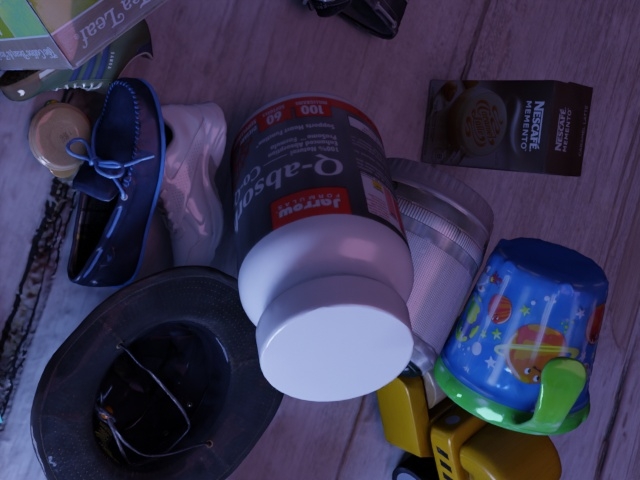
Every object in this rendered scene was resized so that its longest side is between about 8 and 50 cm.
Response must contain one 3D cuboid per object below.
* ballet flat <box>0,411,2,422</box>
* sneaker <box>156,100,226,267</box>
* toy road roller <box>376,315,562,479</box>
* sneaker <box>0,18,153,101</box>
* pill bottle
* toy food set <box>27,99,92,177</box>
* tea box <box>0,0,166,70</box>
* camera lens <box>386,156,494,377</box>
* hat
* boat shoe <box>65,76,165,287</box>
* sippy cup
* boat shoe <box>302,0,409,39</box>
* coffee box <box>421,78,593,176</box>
[{"bbox_3d":[-0.399,0.126,1.007,0.070,0.070,0.188,-12,102,-39],"label":"ballet flat"},{"bbox_3d":[-0.187,-0.064,1.148,0.115,0.090,0.232,1,88,-34],"label":"sneaker"},{"bbox_3d":[0.250,0.304,1.468,0.202,0.240,0.329,-28,115,-34],"label":"toy road roller"},{"bbox_3d":[-0.273,-0.200,1.054,0.192,0.064,0.086,-42,132,-21],"label":"sneaker"},{"bbox_3d":[0.000,0.000,1.108,0.210,0.363,0.210,-5,134,-5],"label":"pill bottle"},{"bbox_3d":[-0.306,-0.123,1.068,0.083,0.020,0.082,45,69,-35],"label":"toy food set"},{"bbox_3d":[-0.264,-0.394,0.928,0.329,0.220,0.323,-44,122,-25],"label":"tea box"},{"bbox_3d":[0.108,0.046,1.317,0.219,0.219,0.274,38,73,-38],"label":"camera lens"},{"bbox_3d":[-0.211,0.181,1.131,0.331,0.134,0.331,-7,103,-31],"label":"hat"},{"bbox_3d":[-0.243,-0.061,1.059,0.089,0.109,0.258,-6,107,-46],"label":"boat shoe"},{"bbox_3d":[0.304,0.124,1.310,0.240,0.305,0.224,-4,117,-39],"label":"sippy cup"},{"bbox_3d":[0.012,-0.362,1.251,0.301,0.108,0.102,17,85,-48],"label":"boat shoe"},{"bbox_3d":[0.286,-0.179,1.413,0.098,0.246,0.141,1,96,-41],"label":"coffee box"}]
